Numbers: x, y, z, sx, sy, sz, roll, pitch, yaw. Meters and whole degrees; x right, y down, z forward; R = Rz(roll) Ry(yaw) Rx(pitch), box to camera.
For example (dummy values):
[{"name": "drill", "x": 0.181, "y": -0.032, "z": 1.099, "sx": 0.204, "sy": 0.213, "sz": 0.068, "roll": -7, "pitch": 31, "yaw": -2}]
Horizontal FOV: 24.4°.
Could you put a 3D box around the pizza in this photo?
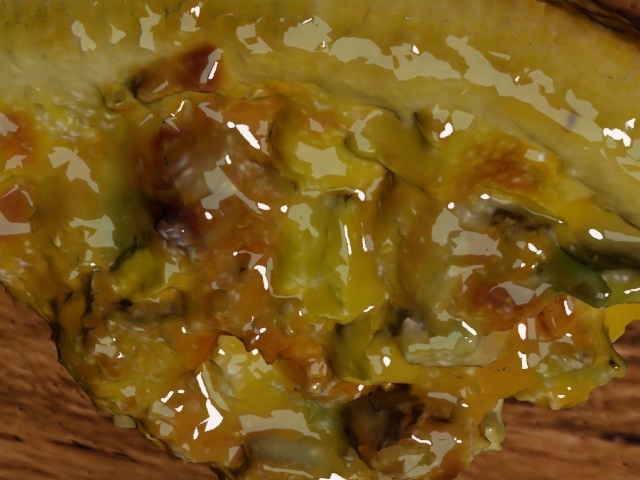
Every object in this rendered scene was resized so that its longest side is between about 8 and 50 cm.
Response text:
[{"name": "pizza", "x": -0.013, "y": -0.028, "z": 0.471, "sx": 0.258, "sy": 0.087, "sz": 0.268, "roll": -34, "pitch": 109, "yaw": 32}]
